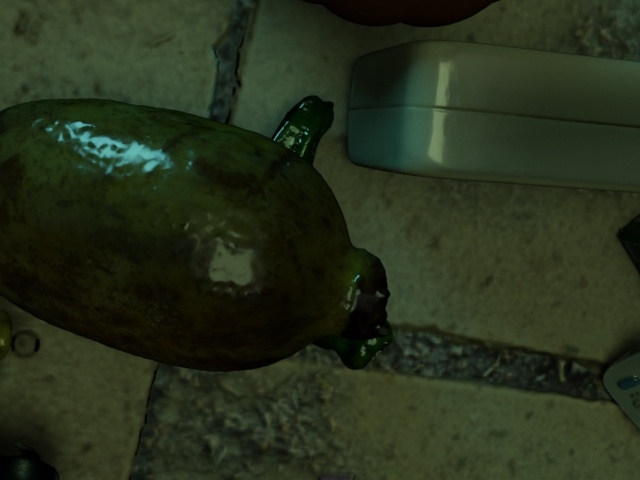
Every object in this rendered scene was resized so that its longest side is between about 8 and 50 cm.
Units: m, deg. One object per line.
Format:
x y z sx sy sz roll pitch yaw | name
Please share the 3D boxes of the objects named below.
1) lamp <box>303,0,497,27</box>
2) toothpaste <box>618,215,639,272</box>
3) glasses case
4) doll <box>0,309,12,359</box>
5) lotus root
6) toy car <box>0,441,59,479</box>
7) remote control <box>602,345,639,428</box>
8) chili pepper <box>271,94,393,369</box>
0.040 -0.220 0.414 0.223 0.196 0.223 5 61 -10 | lamp
0.298 0.056 0.602 0.037 0.043 0.178 -39 106 -9 | toothpaste
0.193 -0.072 0.502 0.336 0.144 0.076 3 97 -16 | glasses case
-0.286 0.060 0.435 0.145 0.096 0.188 -40 134 13 | doll
-0.081 0.001 0.436 0.260 0.128 0.145 18 113 6 | lotus root
-0.263 0.195 0.393 0.190 0.189 0.255 -18 146 15 | toy car
0.324 0.163 0.623 0.229 0.044 0.073 45 126 -12 | remote control
-0.006 -0.001 0.508 0.073 0.050 0.182 -14 96 19 | chili pepper
